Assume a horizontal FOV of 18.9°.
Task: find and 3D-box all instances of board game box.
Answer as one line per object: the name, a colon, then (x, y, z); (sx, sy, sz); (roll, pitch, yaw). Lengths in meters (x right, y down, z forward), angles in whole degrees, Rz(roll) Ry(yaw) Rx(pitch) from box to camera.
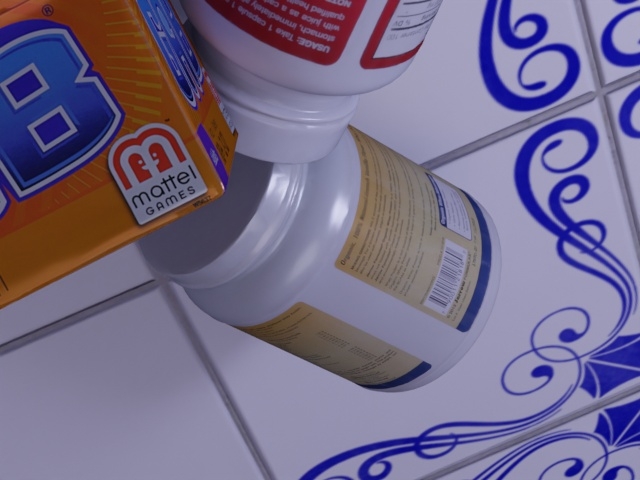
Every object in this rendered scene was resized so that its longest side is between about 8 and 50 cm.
board game box: (-0.300, -0.135, 1.451); (0.356, 0.356, 0.356); (-27, 99, 3)

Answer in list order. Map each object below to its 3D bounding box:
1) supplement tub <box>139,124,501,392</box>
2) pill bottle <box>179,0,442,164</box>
supplement tub: (0.000, 0.000, 1.887); (0.316, 0.228, 0.228); (28, 117, -39)
pill bottle: (0.012, -0.274, 1.634); (0.229, 0.229, 0.408); (7, 128, -27)
